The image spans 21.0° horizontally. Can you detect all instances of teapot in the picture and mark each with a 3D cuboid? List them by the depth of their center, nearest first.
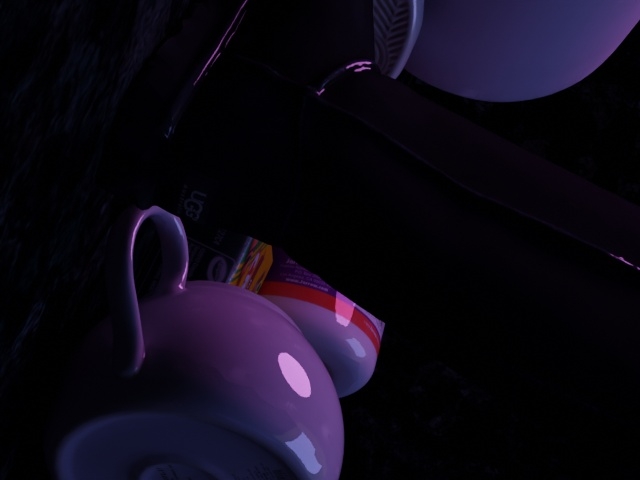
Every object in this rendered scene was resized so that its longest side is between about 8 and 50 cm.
[{"bbox_3d":[-0.094,0.117,1.372,0.256,0.252,0.187,-51,-159,47],"label":"teapot"}]

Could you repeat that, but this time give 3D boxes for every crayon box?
[{"bbox_3d":[-0.123,0.070,1.640,0.318,0.081,0.202,95,21,-80],"label":"crayon box"}]

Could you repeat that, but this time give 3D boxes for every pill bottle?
[{"bbox_3d":[0.000,0.000,1.886,0.181,0.181,0.323,109,-4,-58],"label":"pill bottle"}]

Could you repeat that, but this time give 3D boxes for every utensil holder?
[{"bbox_3d":[0.192,-0.325,1.558,0.328,0.327,0.385,-63,177,-15],"label":"utensil holder"}]

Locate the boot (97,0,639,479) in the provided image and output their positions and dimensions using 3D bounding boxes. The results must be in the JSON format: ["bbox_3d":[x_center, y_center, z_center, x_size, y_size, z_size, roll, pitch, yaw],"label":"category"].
[{"bbox_3d":[0.115,-0.064,1.252,0.146,0.445,0.367,111,6,-52],"label":"boot"}]

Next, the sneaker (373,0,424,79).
[{"bbox_3d":[0.011,-0.180,1.595,0.350,0.131,0.148,-57,-174,52],"label":"sneaker"}]
